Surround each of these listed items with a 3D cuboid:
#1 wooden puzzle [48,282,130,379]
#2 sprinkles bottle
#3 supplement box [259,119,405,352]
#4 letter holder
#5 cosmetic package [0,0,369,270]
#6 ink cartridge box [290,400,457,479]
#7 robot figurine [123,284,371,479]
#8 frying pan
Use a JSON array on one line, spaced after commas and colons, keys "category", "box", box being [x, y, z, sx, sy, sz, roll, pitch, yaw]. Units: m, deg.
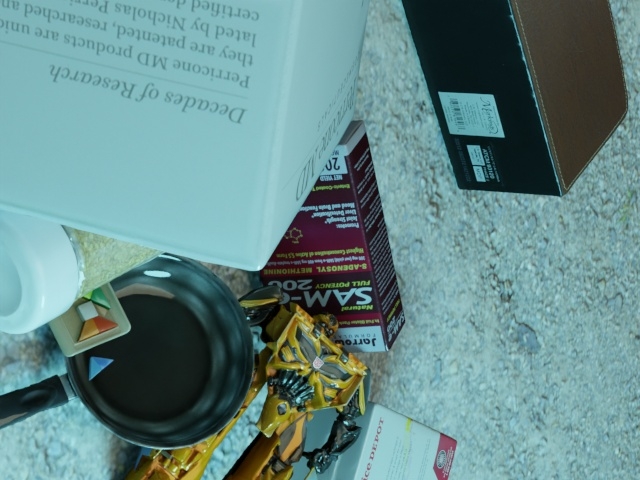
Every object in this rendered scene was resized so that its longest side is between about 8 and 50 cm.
[{"category": "wooden puzzle", "box": [-0.222, 0.066, 1.742, 0.078, 0.014, 0.116, -31, 87, -33]}, {"category": "sprinkles bottle", "box": [-0.180, -0.035, 1.738, 0.355, 0.121, 0.121, -31, 119, -45]}, {"category": "supplement box", "box": [0.000, 0.000, 1.954, 0.073, 0.130, 0.239, -56, 137, -58]}, {"category": "letter holder", "box": [0.239, -0.238, 2.214, 0.214, 0.152, 0.302, -47, 129, -39]}, {"category": "cosmetic package", "box": [-0.134, -0.248, 1.453, 0.329, 0.327, 0.394, -62, 163, -61]}, {"category": "ink cartridge box", "box": [0.043, 0.250, 2.055, 0.176, 0.127, 0.128, 31, 72, -49]}, {"category": "robot figurine", "box": [-0.065, 0.190, 1.884, 0.211, 0.085, 0.291, 42, 73, -18]}, {"category": "frying pan", "box": [-0.197, 0.147, 1.760, 0.197, 0.053, 0.326, 47, 60, -7]}]
